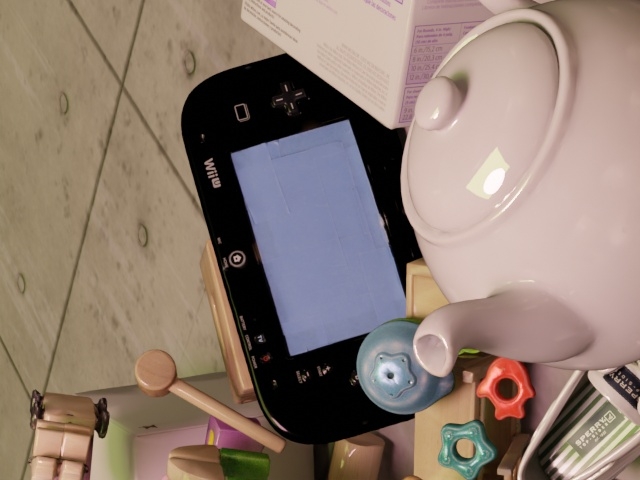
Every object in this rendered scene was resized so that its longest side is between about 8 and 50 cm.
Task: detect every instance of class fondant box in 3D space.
[{"bbox_3d":[0.051,-0.280,1.423,0.238,0.096,0.330,41,131,48],"label":"fondant box"}]

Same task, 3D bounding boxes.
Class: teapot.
[{"bbox_3d":[0.137,-0.057,1.172,0.252,0.187,0.256,-57,30,13],"label":"teapot"}]

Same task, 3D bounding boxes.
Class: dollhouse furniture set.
[{"bbox_3d":[0.154,0.106,1.377,0.161,0.101,0.182,10,106,33],"label":"dollhouse furniture set"}]

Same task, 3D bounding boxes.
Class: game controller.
[{"bbox_3d":[0.000,0.000,1.507,0.067,0.166,0.319,106,149,-68],"label":"game controller"}]

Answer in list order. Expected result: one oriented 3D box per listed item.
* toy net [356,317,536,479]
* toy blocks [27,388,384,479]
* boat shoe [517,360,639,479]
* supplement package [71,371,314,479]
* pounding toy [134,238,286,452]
[{"bbox_3d":[0.112,0.155,1.331,0.122,0.045,0.232,-25,89,19],"label":"toy net"},{"bbox_3d":[-0.091,0.296,1.500,0.288,0.309,0.260,-120,39,-73],"label":"toy blocks"},{"bbox_3d":[0.207,0.091,1.222,0.083,0.076,0.226,41,122,19],"label":"boat shoe"},{"bbox_3d":[-0.114,0.286,1.744,0.177,0.175,0.293,-161,67,-63],"label":"supplement package"},{"bbox_3d":[-0.053,0.090,1.565,0.094,0.206,0.181,118,138,-75],"label":"pounding toy"}]
